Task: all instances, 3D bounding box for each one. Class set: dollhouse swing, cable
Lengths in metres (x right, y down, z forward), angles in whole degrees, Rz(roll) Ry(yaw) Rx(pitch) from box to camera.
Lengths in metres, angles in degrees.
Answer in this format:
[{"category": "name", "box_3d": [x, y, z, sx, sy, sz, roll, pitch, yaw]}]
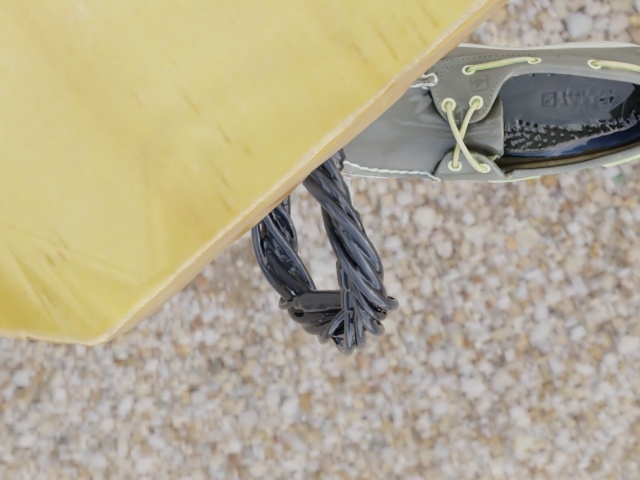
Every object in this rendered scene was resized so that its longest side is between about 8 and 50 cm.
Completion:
[{"category": "dollhouse swing", "box_3d": [-0.059, -0.195, 0.457, 0.347, 0.315, 0.305, -41, 100, 19]}, {"category": "cable", "box_3d": [0.000, 0.000, 0.925, 0.047, 0.150, 0.184, -25, 161, -20]}]

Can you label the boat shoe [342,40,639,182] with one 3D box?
[{"category": "boat shoe", "box_3d": [0.137, -0.099, 1.166, 0.305, 0.091, 0.109, -7, 110, -4]}]
